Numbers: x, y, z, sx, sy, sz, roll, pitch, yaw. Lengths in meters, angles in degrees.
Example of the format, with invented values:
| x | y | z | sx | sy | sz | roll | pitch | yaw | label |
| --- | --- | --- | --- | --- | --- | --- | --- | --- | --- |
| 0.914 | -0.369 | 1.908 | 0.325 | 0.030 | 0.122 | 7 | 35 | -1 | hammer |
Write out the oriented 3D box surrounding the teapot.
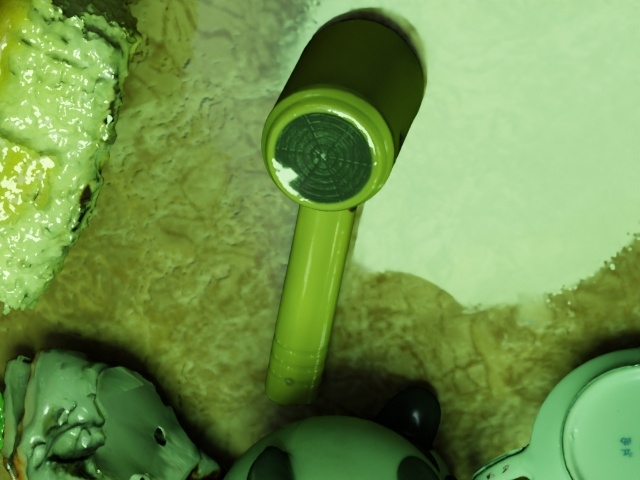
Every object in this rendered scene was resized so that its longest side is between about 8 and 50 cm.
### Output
| x | y | z | sx | sy | sz | roll | pitch | yaw | label |
| --- | --- | --- | --- | --- | --- | --- | --- | --- | --- |
| 0.219 | 0.168 | 1.347 | 0.232 | 0.159 | 0.159 | -2 | 108 | 4 | teapot |

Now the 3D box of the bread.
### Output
| x | y | z | sx | sy | sz | roll | pitch | yaw | label |
| --- | --- | --- | --- | --- | --- | --- | --- | --- | --- |
| -0.205 | -0.076 | 1.310 | 0.121 | 0.174 | 0.245 | 12 | 112 | -17 | bread |

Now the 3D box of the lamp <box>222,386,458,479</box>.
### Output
| x | y | z | sx | sy | sz | roll | pitch | yaw | label |
| --- | --- | --- | --- | --- | --- | --- | --- | --- | --- |
| 0.025 | 0.207 | 1.319 | 0.197 | 0.244 | 0.198 | 7 | 106 | 24 | lamp |

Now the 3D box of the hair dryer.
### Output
| x | y | z | sx | sy | sz | roll | pitch | yaw | label |
| --- | --- | --- | --- | --- | --- | --- | --- | --- | --- |
| 0.000 | 0.000 | 1.330 | 0.090 | 0.135 | 0.279 | 13 | 119 | 5 | hair dryer |

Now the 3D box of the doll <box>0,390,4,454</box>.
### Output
| x | y | z | sx | sy | sz | roll | pitch | yaw | label |
| --- | --- | --- | --- | --- | --- | --- | --- | --- | --- |
| -0.292 | 0.082 | 1.433 | 0.115 | 0.050 | 0.190 | -19 | 106 | 21 | doll |

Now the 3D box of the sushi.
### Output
| x | y | z | sx | sy | sz | roll | pitch | yaw | label |
| --- | --- | --- | --- | --- | --- | --- | --- | --- | --- |
| -0.112 | 0.214 | 1.402 | 0.130 | 0.124 | 0.332 | -28 | 103 | 44 | sushi |
